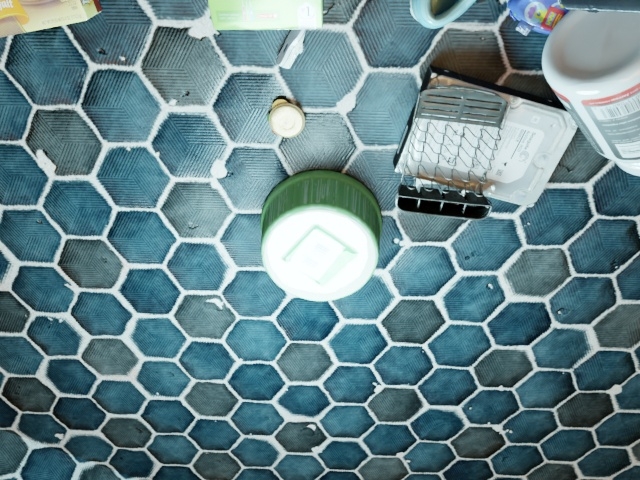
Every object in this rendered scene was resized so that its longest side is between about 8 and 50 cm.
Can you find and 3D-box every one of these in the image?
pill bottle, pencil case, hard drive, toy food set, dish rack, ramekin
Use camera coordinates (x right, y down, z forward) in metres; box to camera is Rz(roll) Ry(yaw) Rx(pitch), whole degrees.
[{"bbox_3d":[0.575,-0.270,1.013,0.210,0.210,0.363,-38,138,24],"label":"pill bottle"},{"bbox_3d":[0.437,-0.518,0.961,0.133,0.119,0.306,19,123,2],"label":"pencil case"},{"bbox_3d":[0.356,-0.218,1.196,0.339,0.064,0.237,14,123,-8],"label":"hard drive"},{"bbox_3d":[-0.075,-0.265,1.207,0.083,0.020,0.082,20,122,-11],"label":"toy food set"},{"bbox_3d":[0.275,-0.181,1.142,0.208,0.074,0.271,6,124,-2],"label":"dish rack"},{"bbox_3d":[0.000,0.000,1.302,0.303,0.148,0.303,1,123,2],"label":"ramekin"}]

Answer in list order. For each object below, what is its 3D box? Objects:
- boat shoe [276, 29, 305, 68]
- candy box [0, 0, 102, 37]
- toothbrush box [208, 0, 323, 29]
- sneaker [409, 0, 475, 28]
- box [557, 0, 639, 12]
[{"bbox_3d":[-0.052,-0.395,1.117,0.035,0.035,0.100,12,124,-38],"label":"boat shoe"},{"bbox_3d":[-0.609,-0.491,1.040,0.316,0.087,0.183,-7,123,8],"label":"candy box"},{"bbox_3d":[-0.100,-0.521,0.940,0.206,0.122,0.283,-1,141,3],"label":"toothbrush box"},{"bbox_3d":[0.292,-0.525,0.943,0.135,0.150,0.366,24,121,-14],"label":"sneaker"},{"bbox_3d":[0.571,-0.612,0.695,0.472,0.297,0.480,-28,122,-12],"label":"box"}]
